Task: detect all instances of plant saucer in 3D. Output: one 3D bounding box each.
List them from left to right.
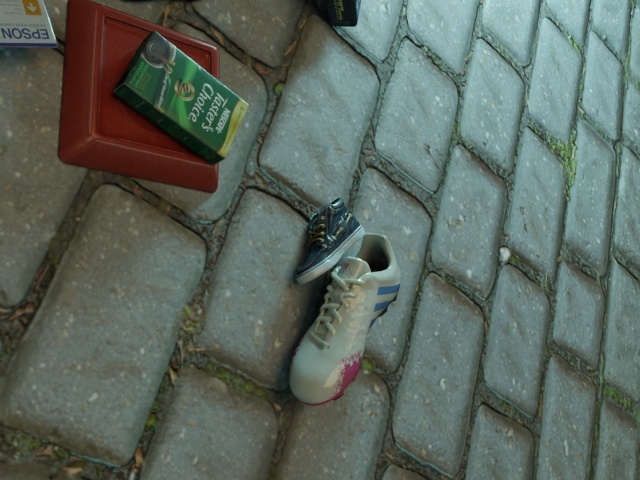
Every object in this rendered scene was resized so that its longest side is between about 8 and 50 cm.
[{"bbox_3d":[-0.253,-0.220,1.094,0.258,0.047,0.259,10,73,-39],"label":"plant saucer"}]

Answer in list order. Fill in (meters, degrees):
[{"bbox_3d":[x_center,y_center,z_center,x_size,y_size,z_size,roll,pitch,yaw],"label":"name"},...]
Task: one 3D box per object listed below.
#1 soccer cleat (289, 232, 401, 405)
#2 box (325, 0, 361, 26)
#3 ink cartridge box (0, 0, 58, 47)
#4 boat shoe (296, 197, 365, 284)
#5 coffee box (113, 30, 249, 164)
[{"bbox_3d":[0.034,0.114,1.195,0.331,0.116,0.143,-54,143,-43],"label":"soccer cleat"},{"bbox_3d":[0.050,-0.553,1.369,0.183,0.059,0.233,70,27,-64],"label":"box"},{"bbox_3d":[-0.523,-0.378,0.882,0.324,0.071,0.330,-15,89,-45],"label":"ink cartridge box"},{"bbox_3d":[0.000,0.000,1.252,0.083,0.065,0.183,55,46,-8],"label":"boat shoe"},{"bbox_3d":[-0.200,-0.209,1.077,0.184,0.040,0.113,37,57,-28],"label":"coffee box"}]
